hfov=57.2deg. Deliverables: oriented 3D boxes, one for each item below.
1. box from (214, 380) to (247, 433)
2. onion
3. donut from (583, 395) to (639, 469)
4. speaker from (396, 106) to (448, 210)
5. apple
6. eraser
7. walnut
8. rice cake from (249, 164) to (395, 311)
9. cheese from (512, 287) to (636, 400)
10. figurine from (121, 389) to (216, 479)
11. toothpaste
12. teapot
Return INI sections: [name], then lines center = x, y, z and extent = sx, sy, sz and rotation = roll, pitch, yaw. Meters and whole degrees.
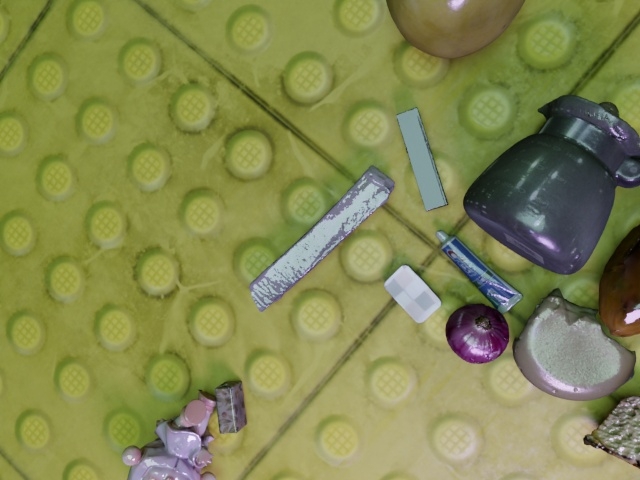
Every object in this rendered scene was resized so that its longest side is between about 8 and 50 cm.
[box]
center = -0.183, 0.339, 1.196
extent = 0.045, 0.062, 0.098
rotation = -8, 91, 14
[onion]
center = 0.286, 0.172, 1.075
extent = 0.115, 0.115, 0.104
rotation = 15, 139, 12
[donut]
center = 0.577, 0.355, 1.003
extent = 0.187, 0.144, 0.126
rotation = 34, 92, 41
[speaker]
center = 0.192, -0.152, 1.113
extent = 0.046, 0.040, 0.191
rotation = -17, 88, 15
[apple]
center = 0.231, -0.454, 1.004
extent = 0.262, 0.262, 0.262
rotation = 0, 91, 13
[eraser]
center = 0.177, 0.102, 1.128
extent = 0.105, 0.026, 0.065
rotation = 46, 103, 8
[walnut]
center = 0.551, 0.054, 0.985
extent = 0.137, 0.137, 0.245
rotation = 26, 84, 11
[rice cake]
center = 0.000, 0.000, 1.150
extent = 0.365, 0.056, 0.072
rotation = -45, 87, 10
[cheese]
center = 0.448, 0.197, 1.036
extent = 0.202, 0.091, 0.175
rotation = 28, 97, 9
[figurine]
center = -0.297, 0.436, 1.191
extent = 0.200, 0.133, 0.276
rotation = 28, 94, -18
[toothpaste]
center = 0.289, 0.052, 1.098
extent = 0.197, 0.035, 0.057
rotation = 46, 116, 7
[teapot]
center = 0.421, -0.098, 0.950
extent = 0.223, 0.305, 0.285
rotation = 33, 92, -34
